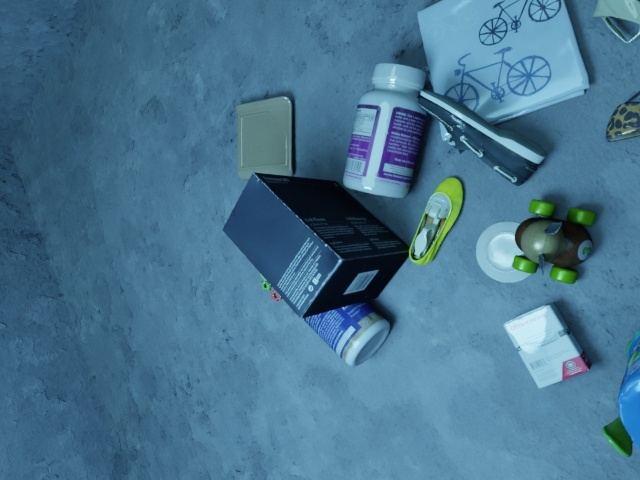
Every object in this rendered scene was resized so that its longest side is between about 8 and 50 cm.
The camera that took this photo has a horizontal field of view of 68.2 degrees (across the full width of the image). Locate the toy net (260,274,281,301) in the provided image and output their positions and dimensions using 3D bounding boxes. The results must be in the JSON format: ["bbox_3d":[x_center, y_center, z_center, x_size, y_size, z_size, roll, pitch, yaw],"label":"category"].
[{"bbox_3d":[-0.101,0.154,1.433,0.232,0.045,0.122,33,110,30],"label":"toy net"}]

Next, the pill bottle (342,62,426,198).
[{"bbox_3d":[0.163,-0.265,1.156,0.169,0.169,0.301,19,103,34],"label":"pill bottle"}]

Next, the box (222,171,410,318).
[{"bbox_3d":[0.000,0.000,1.175,0.312,0.343,0.178,46,117,26],"label":"box"}]

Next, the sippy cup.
[{"bbox_3d":[0.618,0.256,0.785,0.240,0.224,0.305,12,110,45],"label":"sippy cup"}]

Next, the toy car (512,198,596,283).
[{"bbox_3d":[0.460,0.007,0.933,0.149,0.188,0.154,16,101,23],"label":"toy car"}]

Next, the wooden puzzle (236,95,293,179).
[{"bbox_3d":[-0.171,-0.313,1.472,0.221,0.044,0.238,2,97,35],"label":"wooden puzzle"}]

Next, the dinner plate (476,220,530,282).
[{"bbox_3d":[0.423,0.027,1.075,0.141,0.017,0.141,2,94,34],"label":"dinner plate"}]

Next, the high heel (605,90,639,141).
[{"bbox_3d":[0.663,-0.192,0.839,0.186,0.093,0.261,-47,50,20],"label":"high heel"}]

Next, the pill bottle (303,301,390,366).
[{"bbox_3d":[0.043,0.195,1.267,0.265,0.153,0.153,41,114,27],"label":"pill bottle"}]

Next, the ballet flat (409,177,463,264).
[{"bbox_3d":[0.274,-0.043,1.139,0.077,0.077,0.230,30,108,32],"label":"ballet flat"}]

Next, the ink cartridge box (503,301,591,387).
[{"bbox_3d":[0.482,0.221,1.010,0.109,0.063,0.150,-35,72,31],"label":"ink cartridge box"}]

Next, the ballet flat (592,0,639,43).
[{"bbox_3d":[0.623,-0.397,0.883,0.248,0.086,0.086,49,117,28],"label":"ballet flat"}]

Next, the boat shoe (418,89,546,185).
[{"bbox_3d":[0.334,-0.227,1.037,0.303,0.114,0.091,36,123,13],"label":"boat shoe"}]

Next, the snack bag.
[{"bbox_3d":[0.389,-0.436,1.069,0.323,0.037,0.341,-16,83,34],"label":"snack bag"}]
